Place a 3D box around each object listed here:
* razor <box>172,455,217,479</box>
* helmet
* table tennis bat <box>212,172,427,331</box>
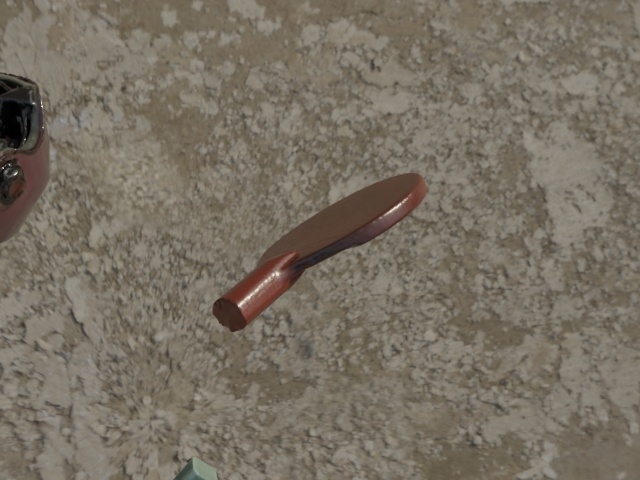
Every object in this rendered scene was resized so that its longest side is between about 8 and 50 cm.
[{"bbox_3d":[-0.191,0.299,0.653,0.111,0.056,0.278,40,102,-20],"label":"razor"},{"bbox_3d":[-0.499,-0.081,0.982,0.271,0.197,0.338,8,46,3],"label":"helmet"},{"bbox_3d":[0.000,0.000,1.077,0.415,0.268,0.051,-39,105,-43],"label":"table tennis bat"}]
